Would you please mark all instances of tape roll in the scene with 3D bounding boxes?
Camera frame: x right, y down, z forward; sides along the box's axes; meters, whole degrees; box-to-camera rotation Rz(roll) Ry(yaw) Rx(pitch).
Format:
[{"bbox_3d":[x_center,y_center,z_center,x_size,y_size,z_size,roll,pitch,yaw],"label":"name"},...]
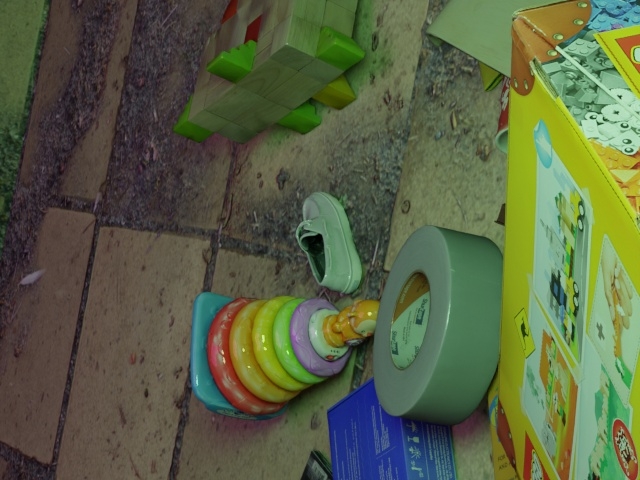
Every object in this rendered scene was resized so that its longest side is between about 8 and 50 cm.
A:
[{"bbox_3d":[0.132,0.096,1.936,0.219,0.072,0.219,-168,90,-72],"label":"tape roll"}]

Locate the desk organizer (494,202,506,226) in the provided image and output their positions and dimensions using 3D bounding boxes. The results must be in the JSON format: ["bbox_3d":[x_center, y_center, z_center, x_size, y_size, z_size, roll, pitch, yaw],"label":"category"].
[{"bbox_3d":[0.253,-0.025,1.914,0.130,0.047,0.050,27,102,60],"label":"desk organizer"}]

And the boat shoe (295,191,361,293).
[{"bbox_3d":[0.000,0.000,2.336,0.066,0.063,0.184,-54,38,38],"label":"boat shoe"}]

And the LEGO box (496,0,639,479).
[{"bbox_3d":[0.298,0.097,1.419,0.372,0.193,0.500,-113,15,-47],"label":"LEGO box"}]

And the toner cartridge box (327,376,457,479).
[{"bbox_3d":[0.093,0.337,2.046,0.165,0.075,0.347,-42,46,49],"label":"toner cartridge box"}]

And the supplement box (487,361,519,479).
[{"bbox_3d":[0.231,0.215,1.840,0.078,0.080,0.233,-38,46,49],"label":"supplement box"}]

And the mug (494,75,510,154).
[{"bbox_3d":[0.271,-0.183,1.907,0.113,0.150,0.169,75,-162,-68],"label":"mug"}]

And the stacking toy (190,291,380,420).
[{"bbox_3d":[-0.020,0.131,2.273,0.302,0.175,0.165,-19,64,42],"label":"stacking toy"}]

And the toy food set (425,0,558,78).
[{"bbox_3d":[0.272,-0.242,1.817,0.219,0.092,0.306,-51,44,-1],"label":"toy food set"}]

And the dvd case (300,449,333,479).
[{"bbox_3d":[-0.009,0.412,2.261,0.164,0.018,0.221,45,118,55],"label":"dvd case"}]

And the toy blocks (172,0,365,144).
[{"bbox_3d":[-0.059,-0.314,2.469,0.381,0.191,0.261,-31,43,53],"label":"toy blocks"}]

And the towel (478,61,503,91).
[{"bbox_3d":[0.209,-0.306,2.117,0.102,0.021,0.237,129,140,-49],"label":"towel"}]
